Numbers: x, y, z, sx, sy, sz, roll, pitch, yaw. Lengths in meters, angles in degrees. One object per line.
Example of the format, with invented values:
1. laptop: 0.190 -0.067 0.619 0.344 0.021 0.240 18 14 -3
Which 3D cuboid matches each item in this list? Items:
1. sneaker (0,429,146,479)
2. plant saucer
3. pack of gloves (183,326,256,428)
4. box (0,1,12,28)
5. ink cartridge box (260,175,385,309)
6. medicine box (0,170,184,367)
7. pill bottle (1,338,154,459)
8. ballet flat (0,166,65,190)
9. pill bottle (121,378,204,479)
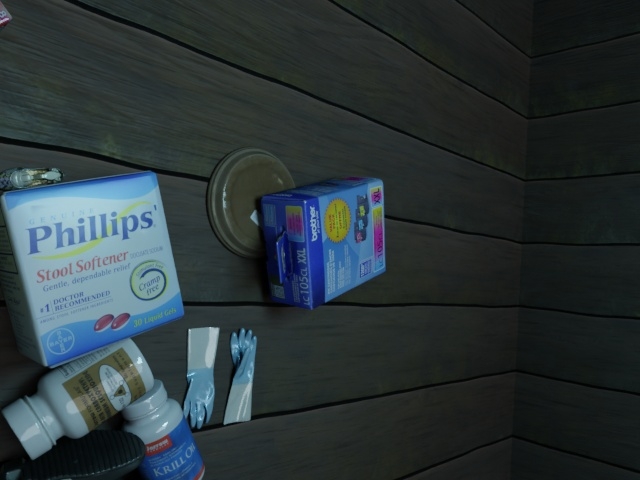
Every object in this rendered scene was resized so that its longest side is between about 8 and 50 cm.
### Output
1. sneaker: -0.472 0.447 0.917 0.330 0.122 0.146 -13 113 -25
2. plant saucer: -0.153 -0.093 1.287 0.277 0.041 0.278 -2 92 -45
3. pack of gloves: -0.222 0.320 1.218 0.195 0.046 0.232 7 85 -45
4. box: -0.609 -0.406 0.769 0.123 0.128 0.257 -49 122 -33
5. ink cartridge box: 0.000 0.000 1.320 0.395 0.151 0.270 -20 111 -47
6. medicine box: -0.421 0.037 0.947 0.263 0.149 0.290 -18 104 -43
7. pill bottle: -0.434 0.279 0.945 0.229 0.131 0.131 -32 112 -34
8. ballet flat: -0.513 -0.113 0.930 0.114 0.041 0.041 -15 101 -43
9. pill bottle: -0.328 0.402 1.060 0.124 0.124 0.222 -32 112 -40
